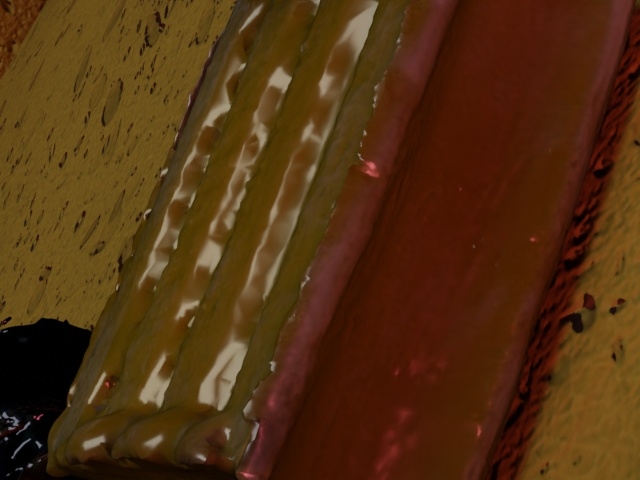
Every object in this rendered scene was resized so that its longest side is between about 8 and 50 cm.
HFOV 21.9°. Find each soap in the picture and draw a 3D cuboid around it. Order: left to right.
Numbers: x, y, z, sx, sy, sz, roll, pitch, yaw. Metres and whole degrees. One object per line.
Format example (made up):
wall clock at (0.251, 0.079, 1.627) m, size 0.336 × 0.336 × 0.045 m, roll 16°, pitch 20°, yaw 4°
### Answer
soap at (0.000, 0.000, 0.887) m, size 0.293 × 0.156 × 0.335 m, roll -23°, pitch 43°, yaw 62°

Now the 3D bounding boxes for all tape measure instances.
tape measure at (-0.234, 0.176, 1.227) m, size 0.223 × 0.135 × 0.202 m, roll -57°, pitch 30°, yaw 26°
